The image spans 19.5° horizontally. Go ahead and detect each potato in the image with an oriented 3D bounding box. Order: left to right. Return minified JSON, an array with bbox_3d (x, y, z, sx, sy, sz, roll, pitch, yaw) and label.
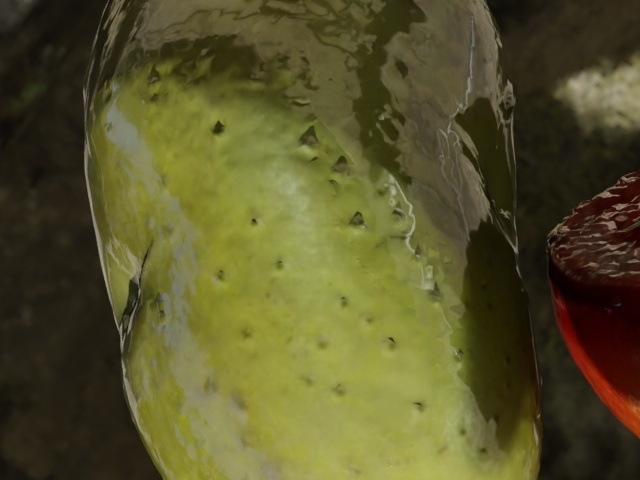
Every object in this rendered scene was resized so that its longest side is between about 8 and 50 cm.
[{"bbox_3d":[0.000,0.000,0.603,0.169,0.143,0.248,94,164,-71],"label":"potato"}]

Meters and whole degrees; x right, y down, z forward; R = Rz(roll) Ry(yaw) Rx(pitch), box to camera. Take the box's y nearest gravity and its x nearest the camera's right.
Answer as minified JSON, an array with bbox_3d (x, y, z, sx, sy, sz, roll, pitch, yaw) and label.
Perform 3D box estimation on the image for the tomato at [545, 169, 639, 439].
[{"bbox_3d":[0.190,0.022,0.585,0.200,0.233,0.139,7,118,62],"label":"tomato"}]
